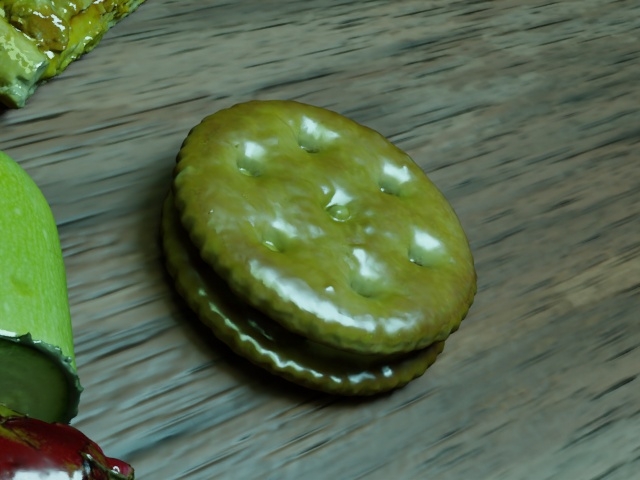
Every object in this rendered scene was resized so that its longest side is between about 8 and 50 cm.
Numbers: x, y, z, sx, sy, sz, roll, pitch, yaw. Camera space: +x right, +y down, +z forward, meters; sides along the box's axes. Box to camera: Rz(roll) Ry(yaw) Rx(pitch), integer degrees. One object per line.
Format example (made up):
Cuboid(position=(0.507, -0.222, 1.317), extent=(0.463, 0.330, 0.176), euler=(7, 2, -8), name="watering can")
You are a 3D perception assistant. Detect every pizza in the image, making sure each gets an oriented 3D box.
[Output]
Cuboid(position=(-0.198, -0.201, 1.006), extent=(0.197, 0.058, 0.292), euler=(8, 48, -28), name="pizza")

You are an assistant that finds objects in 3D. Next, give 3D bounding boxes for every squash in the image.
Cuboid(position=(-0.192, 0.019, 0.758), extent=(0.123, 0.123, 0.186), euler=(9, 47, -26), name="squash")

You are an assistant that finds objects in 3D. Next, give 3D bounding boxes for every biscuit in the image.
Cuboid(position=(0.000, 0.000, 0.941), extent=(0.220, 0.066, 0.220), euler=(19, 40, -17), name="biscuit")

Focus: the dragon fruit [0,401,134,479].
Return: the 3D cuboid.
Cuboid(position=(-0.198, 0.141, 0.663), extent=(0.246, 0.125, 0.125), euler=(0, 64, -11), name="dragon fruit")
